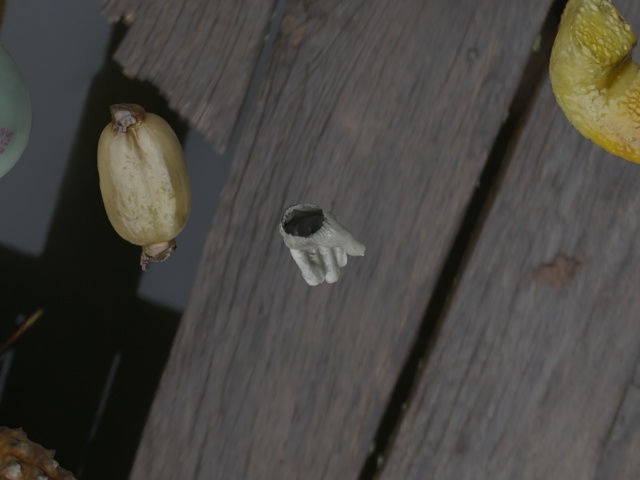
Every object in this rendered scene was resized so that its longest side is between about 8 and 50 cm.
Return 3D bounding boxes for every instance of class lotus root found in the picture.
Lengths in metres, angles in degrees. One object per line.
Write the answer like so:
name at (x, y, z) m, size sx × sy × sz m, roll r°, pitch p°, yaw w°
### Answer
lotus root at (-0.140, -0.045, 1.222) m, size 0.073 × 0.062 × 0.150 m, roll -15°, pitch 122°, yaw -10°

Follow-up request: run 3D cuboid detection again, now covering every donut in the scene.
donut at (0.258, -0.117, 1.162) m, size 0.181 × 0.078 × 0.146 m, roll 13°, pitch 140°, yaw 23°

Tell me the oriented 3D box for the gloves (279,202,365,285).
gloves at (0.000, -0.002, 0.881) m, size 0.044 × 0.037 × 0.081 m, roll 0°, pitch 145°, yaw 13°

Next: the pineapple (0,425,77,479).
pineapple at (-0.245, 0.347, 1.462) m, size 0.361 × 0.175 × 0.175 m, roll 45°, pitch 113°, yaw 12°

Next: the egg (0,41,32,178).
egg at (-0.377, -0.131, 1.490) m, size 0.183 × 0.264 × 0.183 m, roll -1°, pitch 83°, yaw 10°
